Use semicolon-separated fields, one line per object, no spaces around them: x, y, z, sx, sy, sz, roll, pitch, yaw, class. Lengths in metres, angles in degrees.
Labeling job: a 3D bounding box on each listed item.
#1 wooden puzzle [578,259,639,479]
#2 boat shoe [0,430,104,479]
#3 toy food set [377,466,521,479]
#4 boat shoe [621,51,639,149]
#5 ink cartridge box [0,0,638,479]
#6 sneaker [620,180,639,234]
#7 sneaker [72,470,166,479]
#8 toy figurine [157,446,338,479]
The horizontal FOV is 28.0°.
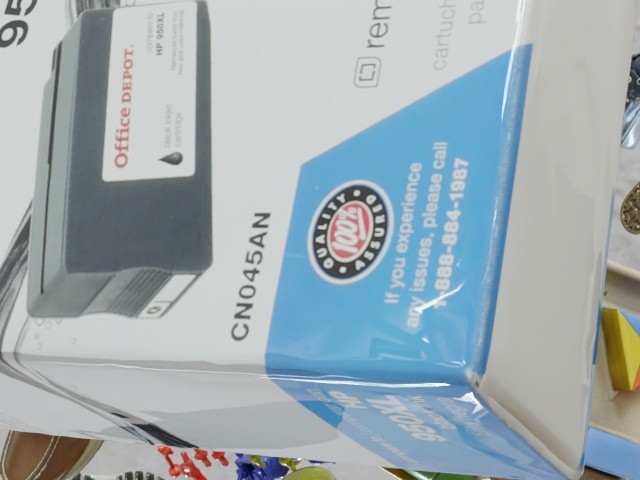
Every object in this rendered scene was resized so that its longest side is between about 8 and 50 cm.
0.318;0.190;1.635;0.322;0.080;0.348;21;88;-17;wooden puzzle
-0.286;0.137;1.437;0.120;0.122;0.324;16;107;-49;boat shoe
0.122;0.138;0.964;0.218;0.071;0.128;31;74;-21;toy food set
0.332;-0.173;1.381;0.183;0.083;0.065;107;9;-52;boat shoe
-0.058;-0.045;0.673;0.166;0.395;0.285;41;54;-55;ink cartridge box
0.368;-0.067;1.181;0.086;0.064;0.192;25;117;-41;sneaker
-0.291;0.380;1.888;0.208;0.081;0.094;9;163;6;sneaker
-0.066;0.295;1.951;0.217;0.362;0.191;-47;112;-34;toy figurine
